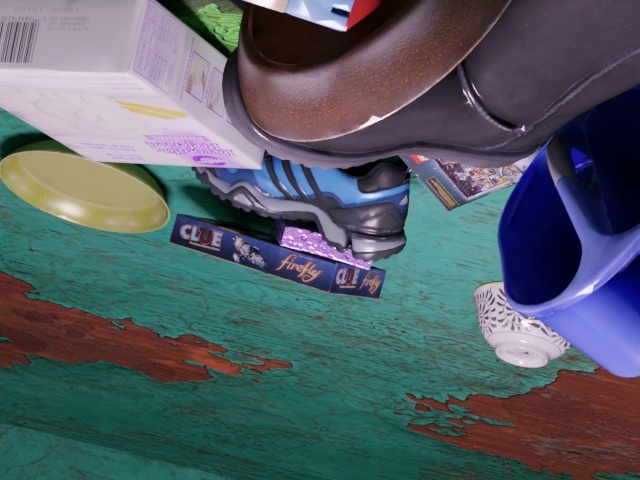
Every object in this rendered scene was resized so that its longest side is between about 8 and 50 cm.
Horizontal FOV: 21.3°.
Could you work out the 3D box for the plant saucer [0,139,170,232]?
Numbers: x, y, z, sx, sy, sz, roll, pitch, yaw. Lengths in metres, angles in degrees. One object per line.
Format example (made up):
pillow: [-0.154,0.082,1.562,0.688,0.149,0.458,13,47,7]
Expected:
plant saucer: [-0.317,-0.078,2.323,0.241,0.037,0.241,12,157,5]

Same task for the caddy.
caddy: [0.289,-0.029,1.681,0.179,0.341,0.241,40,112,-17]

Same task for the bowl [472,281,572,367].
bowl: [0.289,0.128,2.386,0.170,0.080,0.170,12,157,5]

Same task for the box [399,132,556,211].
box: [0.158,-0.129,1.825,0.159,0.044,0.233,-22,145,18]

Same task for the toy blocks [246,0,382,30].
toy blocks: [0.007,-0.316,1.271,0.261,0.190,0.381,18,120,-7]

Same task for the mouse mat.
mouse mat: [-0.124,-0.227,1.862,0.190,0.007,0.153,1,155,44]

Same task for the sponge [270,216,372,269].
sponge: [0.000,0.000,2.206,0.117,0.031,0.210,15,-176,-6]

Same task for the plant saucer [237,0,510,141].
plant saucer: [0.041,-0.221,1.411,0.311,0.310,0.050,-8,140,43]

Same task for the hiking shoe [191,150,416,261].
hiking shoe: [-0.017,-0.088,2.056,0.304,0.132,0.113,23,-158,22]

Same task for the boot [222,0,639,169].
boot: [0.173,-0.197,1.465,0.367,0.146,0.445,-1,165,-34]

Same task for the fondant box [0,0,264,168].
fondant box: [-0.227,-0.173,1.891,0.238,0.096,0.330,4,168,24]

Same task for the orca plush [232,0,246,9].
orca plush: [-0.018,-0.207,1.743,0.151,0.102,0.287,2,155,29]

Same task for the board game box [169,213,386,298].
board game box: [-0.055,0.021,2.256,0.243,0.042,0.165,17,-177,25]

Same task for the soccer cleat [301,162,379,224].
soccer cleat: [0.038,-0.050,2.145,0.072,0.060,0.179,25,153,-28]
